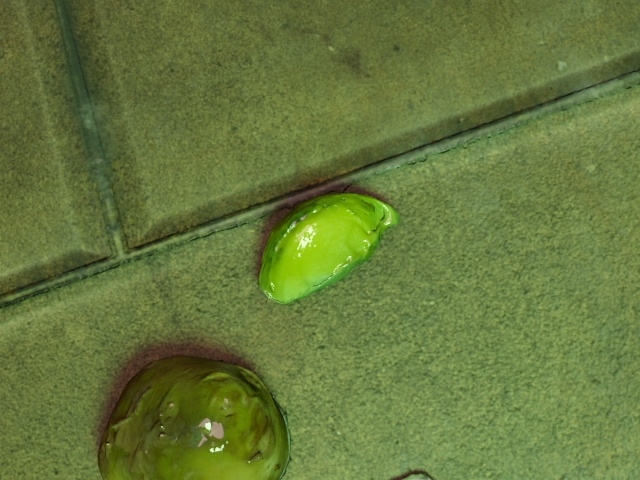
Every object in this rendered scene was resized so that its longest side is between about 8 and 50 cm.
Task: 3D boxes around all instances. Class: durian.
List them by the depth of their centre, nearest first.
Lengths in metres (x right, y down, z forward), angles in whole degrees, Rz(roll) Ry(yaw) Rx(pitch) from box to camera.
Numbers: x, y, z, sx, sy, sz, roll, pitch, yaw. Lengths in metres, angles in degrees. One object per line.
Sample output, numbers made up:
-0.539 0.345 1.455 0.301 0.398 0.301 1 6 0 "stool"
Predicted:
0.000 0.000 1.193 0.250 0.101 0.139 -42 109 -4 "durian"

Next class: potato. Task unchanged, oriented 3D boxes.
-0.205 0.288 1.095 0.299 0.196 0.247 0 74 10 "potato"

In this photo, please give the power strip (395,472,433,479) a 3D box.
0.114 0.468 1.066 0.198 0.064 0.213 -26 74 2 "power strip"
